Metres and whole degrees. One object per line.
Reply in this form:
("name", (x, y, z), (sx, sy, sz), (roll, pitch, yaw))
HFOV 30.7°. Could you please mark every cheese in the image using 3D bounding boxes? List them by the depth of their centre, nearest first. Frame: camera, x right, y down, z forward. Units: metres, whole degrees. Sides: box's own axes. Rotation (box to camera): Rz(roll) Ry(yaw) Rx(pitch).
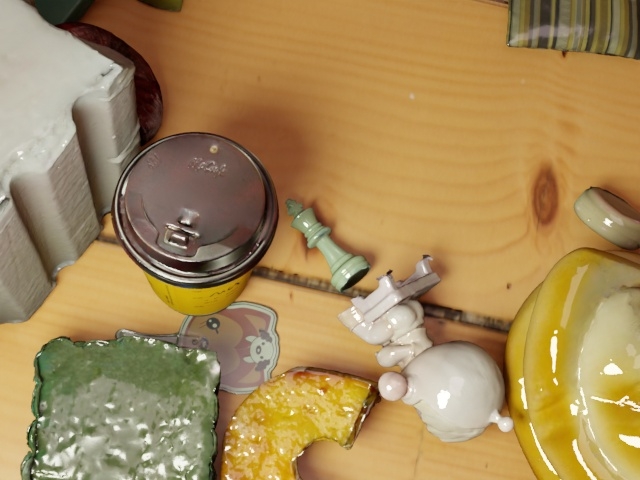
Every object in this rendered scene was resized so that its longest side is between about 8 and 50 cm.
("cheese", (0.431, -0.013, 1.622), (0.171, 0.092, 0.047), (33, 114, 10))

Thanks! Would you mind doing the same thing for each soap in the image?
("soap", (-0.387, -0.074, 1.377), (0.213, 0.435, 0.350), (35, 76, 4))

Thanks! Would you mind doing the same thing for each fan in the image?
("fan", (-0.164, 0.136, 1.555), (0.220, 0.009, 0.132), (7, 72, -4))

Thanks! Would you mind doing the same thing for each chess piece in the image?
("chess piece", (0.000, 0.000, 1.592), (0.059, 0.059, 0.149), (-39, 75, -15))

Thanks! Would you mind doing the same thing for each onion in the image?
("onion", (-0.285, -0.226, 1.586), (0.206, 0.151, 0.098), (49, 59, -8))

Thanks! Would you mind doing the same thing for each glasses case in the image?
("glasses case", (-0.345, -0.369, 1.636), (0.078, 0.039, 0.184), (41, 95, 7))

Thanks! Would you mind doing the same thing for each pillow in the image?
("pillow", (0.382, -0.371, 1.739), (0.212, 0.052, 0.208), (6, 70, -5))

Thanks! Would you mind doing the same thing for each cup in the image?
("cup", (-0.152, -0.006, 1.453), (0.196, 0.279, 0.196), (1, 70, -4))

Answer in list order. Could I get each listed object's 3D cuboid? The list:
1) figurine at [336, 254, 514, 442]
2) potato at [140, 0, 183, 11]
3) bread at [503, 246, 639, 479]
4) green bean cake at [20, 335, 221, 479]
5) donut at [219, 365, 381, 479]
("figurine", (0.153, 0.154, 1.511), (0.144, 0.182, 0.256), (-41, 75, 11))
("potato", (-0.257, -0.406, 1.668), (0.149, 0.081, 0.120), (6, 71, -4))
("bread", (0.423, 0.207, 1.472), (0.329, 0.245, 0.424), (-22, 77, -12))
("green bean cake", (-0.246, 0.251, 1.450), (0.241, 0.132, 0.255), (1, 70, -4))
("donut", (-0.045, 0.262, 1.483), (0.152, 0.101, 0.259), (31, 74, 3))
